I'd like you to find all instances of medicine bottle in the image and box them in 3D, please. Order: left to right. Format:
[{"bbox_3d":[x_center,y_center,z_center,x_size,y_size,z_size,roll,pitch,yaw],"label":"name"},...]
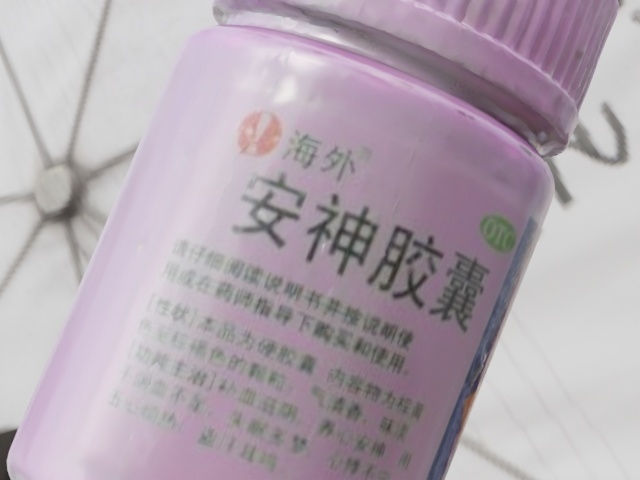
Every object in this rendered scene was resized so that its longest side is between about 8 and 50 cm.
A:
[{"bbox_3d":[0.000,0.000,0.674,0.178,0.178,0.290,29,-99,-45],"label":"medicine bottle"}]
